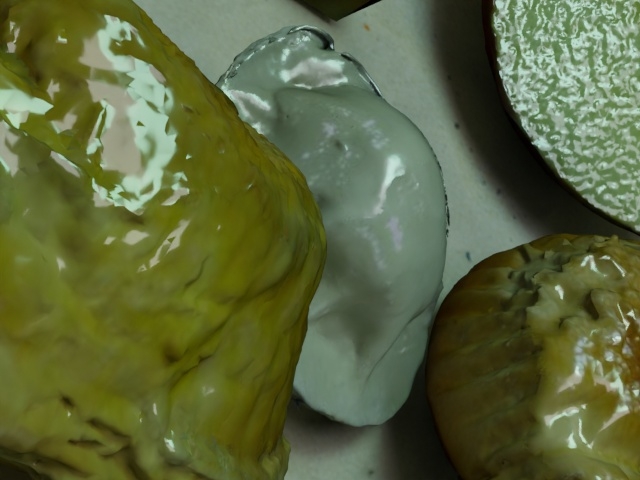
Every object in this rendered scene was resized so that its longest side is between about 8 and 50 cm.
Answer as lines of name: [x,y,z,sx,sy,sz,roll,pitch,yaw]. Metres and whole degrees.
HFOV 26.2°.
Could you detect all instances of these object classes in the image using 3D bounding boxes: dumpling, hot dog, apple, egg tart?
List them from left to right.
egg tart: [-0.115,-0.031,0.598,0.351,0.153,0.339,44,3,-38]
dumpling: [0.000,0.000,0.810,0.172,0.142,0.247,-30,105,-45]
apple: [0.241,-0.153,1.084,0.346,0.179,0.254,55,32,-6]
hot dog: [0.226,0.167,0.913,0.365,0.196,0.367,11,58,-43]

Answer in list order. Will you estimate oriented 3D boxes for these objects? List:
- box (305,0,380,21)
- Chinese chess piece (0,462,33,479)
box: [-0.009,-0.295,0.993,0.159,0.071,0.240,30,52,-33]
Chinese chess piece: [-0.217,0.125,0.578,0.251,0.097,0.250,21,56,-36]
